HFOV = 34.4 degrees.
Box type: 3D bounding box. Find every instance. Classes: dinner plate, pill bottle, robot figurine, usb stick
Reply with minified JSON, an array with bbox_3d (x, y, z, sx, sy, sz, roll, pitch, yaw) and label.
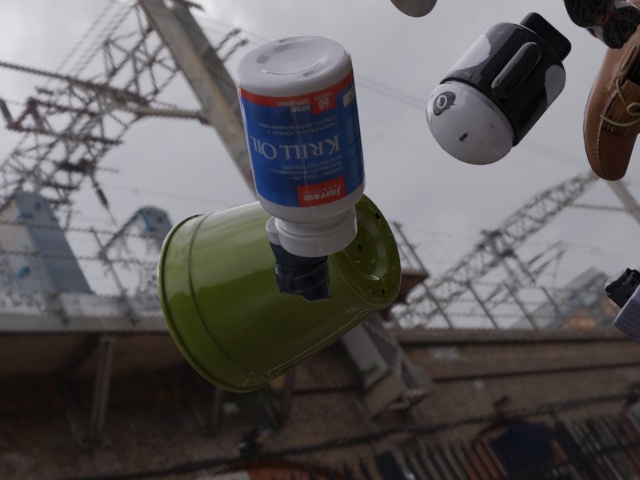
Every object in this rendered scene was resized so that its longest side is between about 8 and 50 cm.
[{"bbox_3d":[0.142,-0.416,1.596,0.141,0.141,0.017,-9,0,-42],"label":"dinner plate"},{"bbox_3d":[-0.015,-0.097,1.117,0.124,0.124,0.222,-23,-53,-19],"label":"pill bottle"},{"bbox_3d":[0.299,-0.257,1.750,0.278,0.173,0.209,-49,-38,-14],"label":"robot figurine"},{"bbox_3d":[0.584,0.150,1.682,0.045,0.278,0.077,-49,0,-35],"label":"usb stick"}]

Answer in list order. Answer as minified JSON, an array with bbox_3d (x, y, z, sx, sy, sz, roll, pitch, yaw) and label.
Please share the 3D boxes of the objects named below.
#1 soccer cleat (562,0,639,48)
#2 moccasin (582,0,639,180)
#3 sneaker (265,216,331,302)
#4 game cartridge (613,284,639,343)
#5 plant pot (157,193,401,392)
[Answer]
[{"bbox_3d":[0.460,-0.426,1.794,0.109,0.116,0.318,-53,-30,13],"label":"soccer cleat"},{"bbox_3d":[0.649,-0.306,2.128,0.139,0.147,0.380,11,-78,-36],"label":"moccasin"},{"bbox_3d":[-0.002,0.000,1.672,0.226,0.086,0.163,-41,-49,-42],"label":"sneaker"},{"bbox_3d":[0.562,0.182,1.381,0.068,0.355,0.230,-54,-16,-1],"label":"game cartridge"},{"bbox_3d":[-0.051,0.065,1.948,0.353,0.367,0.366,-22,-16,33],"label":"plant pot"}]
